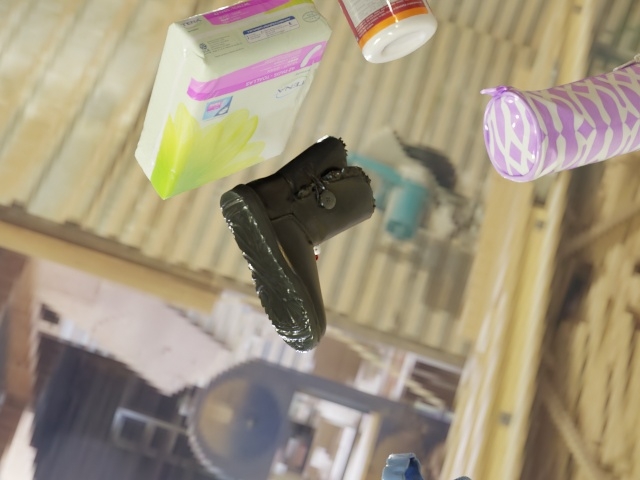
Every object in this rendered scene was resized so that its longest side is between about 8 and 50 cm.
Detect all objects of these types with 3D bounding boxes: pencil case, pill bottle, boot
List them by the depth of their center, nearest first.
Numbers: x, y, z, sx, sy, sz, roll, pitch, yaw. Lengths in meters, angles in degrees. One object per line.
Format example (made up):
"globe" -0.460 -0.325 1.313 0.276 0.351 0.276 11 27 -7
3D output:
"pencil case" 0.240 -0.112 1.301 0.086 0.206 0.088 -2 103 56
"boot" 0.000 0.000 1.967 0.207 0.246 0.094 -28 4 -33
"pill bottle" 0.077 -0.386 2.182 0.121 0.121 0.221 108 139 -73

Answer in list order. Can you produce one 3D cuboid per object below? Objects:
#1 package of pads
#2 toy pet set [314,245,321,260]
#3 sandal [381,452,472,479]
"package of pads" -0.123 -0.209 2.057 0.229 0.101 0.296 -23 -25 -33
"toy pet set" -0.002 -0.046 2.187 0.065 0.114 0.122 -7 52 48
"sandal" 0.053 0.363 1.698 0.317 0.138 0.126 -37 -33 -8
